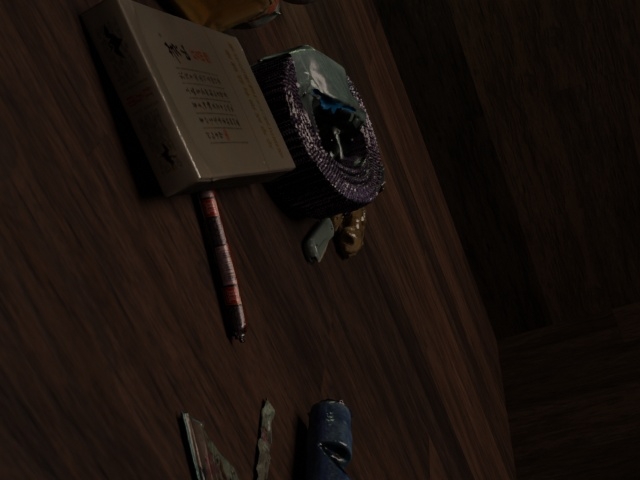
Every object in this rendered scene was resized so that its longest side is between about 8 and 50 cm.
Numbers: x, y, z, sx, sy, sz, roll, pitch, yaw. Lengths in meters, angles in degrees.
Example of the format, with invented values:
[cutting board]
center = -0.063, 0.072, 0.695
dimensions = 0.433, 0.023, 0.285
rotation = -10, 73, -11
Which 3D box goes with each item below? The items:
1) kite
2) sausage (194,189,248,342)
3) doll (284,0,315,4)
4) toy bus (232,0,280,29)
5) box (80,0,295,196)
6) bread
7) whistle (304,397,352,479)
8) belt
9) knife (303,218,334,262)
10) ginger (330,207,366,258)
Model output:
[kite]
center = -0.064, 0.282, 0.892
dimensions = 0.314, 0.011, 0.335
rotation = -89, 158, -50
[sausage]
center = -0.113, 0.020, 0.986
dimensions = 0.028, 0.025, 0.199
rotation = -11, 81, -33
[doll]
center = -0.066, -0.502, 1.556
dimensions = 0.151, 0.150, 0.287
rotation = 71, 21, -5
[toy bus]
center = -0.124, -0.431, 1.293
dimensions = 0.120, 0.121, 0.265
rotation = 65, 14, -63
[box]
center = -0.134, -0.160, 1.019
dimensions = 0.205, 0.051, 0.365
rotation = 66, 14, 0
[bread]
center = -0.151, -0.362, 1.063
dimensions = 0.241, 0.136, 0.107
rotation = 42, 31, -64
[whistle]
center = 0.008, 0.310, 0.994
dimensions = 0.304, 0.062, 0.062
rotation = -87, 155, -56
[belt]
center = -0.011, -0.168, 1.352
dimensions = 0.324, 0.122, 0.260
rotation = 15, 61, -60
[knife]
center = 0.000, 0.000, 1.423
dimensions = 0.162, 0.023, 0.044
rotation = -56, 125, -71
[ginger]
center = 0.032, -0.073, 1.556
dimensions = 0.259, 0.065, 0.149
rotation = 61, 21, -43
